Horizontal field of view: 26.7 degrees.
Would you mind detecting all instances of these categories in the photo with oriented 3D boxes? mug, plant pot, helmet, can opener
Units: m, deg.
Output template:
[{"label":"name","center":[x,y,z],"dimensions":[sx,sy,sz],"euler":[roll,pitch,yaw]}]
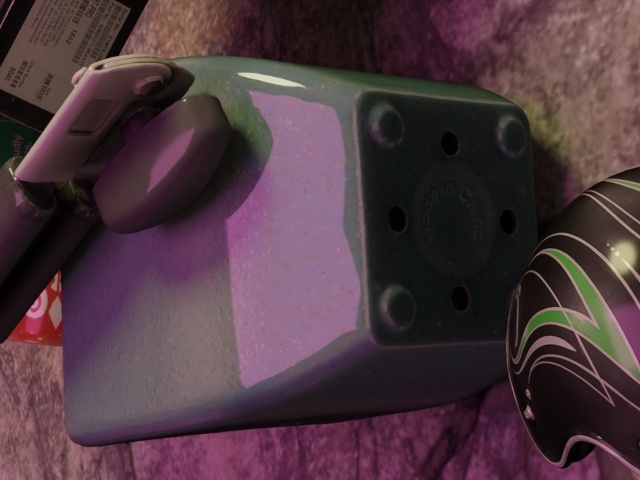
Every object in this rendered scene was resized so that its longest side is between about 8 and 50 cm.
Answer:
[{"label":"mug","center":[-0.233,0.020,1.345],"dimensions":[0.113,0.150,0.169],"euler":[47,-133,-87]},{"label":"plant pot","center":[0.000,0.000,0.866],"dimensions":[0.252,0.247,0.247],"euler":[-10,81,51]},{"label":"helmet","center":[0.179,0.045,0.663],"dimensions":[0.161,0.169,0.169],"euler":[146,119,-69]},{"label":"can opener","center":[-0.163,-0.011,0.819],"dimensions":[0.280,0.074,0.093],"euler":[-42,61,36]}]

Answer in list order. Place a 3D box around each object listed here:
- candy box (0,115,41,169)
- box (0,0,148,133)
[{"label":"candy box","center":[-0.196,-0.042,1.074],"dimensions":[0.268,0.317,0.122],"euler":[9,98,55]},{"label":"box","center":[-0.173,-0.299,0.917],"dimensions":[0.318,0.097,0.395],"euler":[34,98,47]}]
